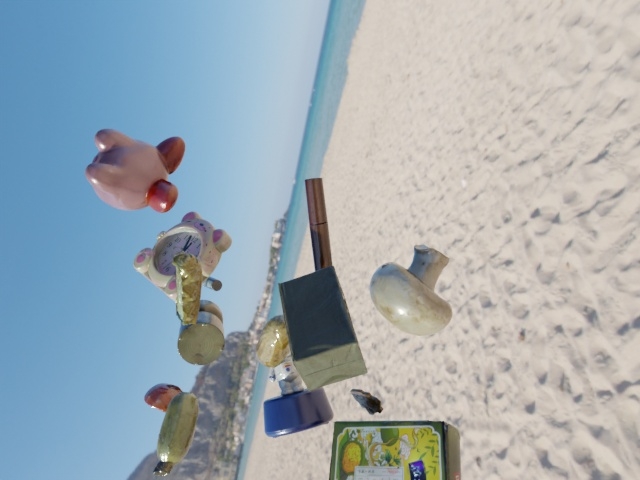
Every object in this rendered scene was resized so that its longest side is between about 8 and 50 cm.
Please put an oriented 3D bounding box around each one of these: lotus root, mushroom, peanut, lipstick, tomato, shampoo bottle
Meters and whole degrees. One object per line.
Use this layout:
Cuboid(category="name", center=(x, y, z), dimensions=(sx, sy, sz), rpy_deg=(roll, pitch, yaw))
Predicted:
Cuboid(category="lotus root", center=(-0.330, 0.442, 1.041), dimensions=(0.090, 0.077, 0.182), rpy_deg=(131, 153, -62))
Cuboid(category="mushroom", center=(0.324, 0.161, 1.517), dimensions=(0.290, 0.298, 0.297), rpy_deg=(-53, 7, 4))
Cuboid(category="peanut", center=(-0.127, 0.288, 1.308), dimensions=(0.108, 0.095, 0.226), rpy_deg=(-37, -22, -39))
Cuboid(category="lipstick", center=(0.000, 0.000, 1.299), dimensions=(0.057, 0.057, 0.356), rpy_deg=(-133, 35, -84))
Cuboid(category="tomato", center=(-0.485, 0.504, 1.461), dimensions=(0.155, 0.156, 0.069), rpy_deg=(130, 164, -80))
Cuboid(category="shampoo bottle", center=(-0.550, 0.204, 2.207), dimensions=(0.208, 0.057, 0.063), rpy_deg=(10, 76, 52))

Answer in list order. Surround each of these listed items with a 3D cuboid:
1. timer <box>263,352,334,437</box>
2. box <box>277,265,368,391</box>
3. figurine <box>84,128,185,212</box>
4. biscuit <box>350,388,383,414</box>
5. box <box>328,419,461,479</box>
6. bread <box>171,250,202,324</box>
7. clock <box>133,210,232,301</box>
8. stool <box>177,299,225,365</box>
Cuboid(category="timer", center=(-0.118, 0.541, 1.777), dimensions=(0.270, 0.271, 0.383), rpy_deg=(115, 143, -70))
Cuboid(category="box", center=(0.003, 0.209, 1.082), dimensions=(0.231, 0.149, 0.155), rpy_deg=(-106, -3, -47))
Cuboid(category="figurine", center=(-0.576, -0.194, 1.405), dimensions=(0.211, 0.262, 0.269), rpy_deg=(133, 140, -52))
Cuboid(category="biscuit", center=(0.164, 0.565, 1.603), dimensions=(0.019, 0.130, 0.119), rpy_deg=(-45, -20, -41))
Cuboid(category="box", center=(0.224, 0.769, 1.417), dimensions=(0.138, 0.420, 0.372), rpy_deg=(43, -136, -43))
Cuboid(category="bread", center=(-0.406, 0.146, 1.383), dimensions=(0.128, 0.088, 0.231), rpy_deg=(-138, 49, -62))
Cuboid(category="clock", center=(-0.500, 0.052, 1.670), dimensions=(0.309, 0.284, 0.114), rpy_deg=(-52, -32, -15))
Cuboid(category="stool", center=(-0.483, 0.368, 1.842), dimensions=(0.264, 0.179, 0.179), rpy_deg=(-136, 57, -72))
